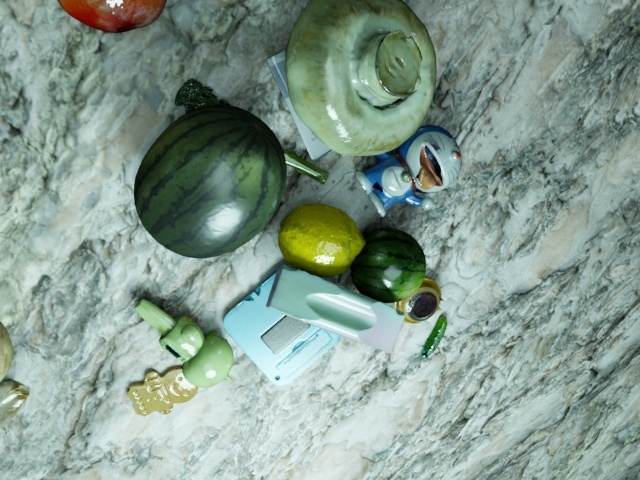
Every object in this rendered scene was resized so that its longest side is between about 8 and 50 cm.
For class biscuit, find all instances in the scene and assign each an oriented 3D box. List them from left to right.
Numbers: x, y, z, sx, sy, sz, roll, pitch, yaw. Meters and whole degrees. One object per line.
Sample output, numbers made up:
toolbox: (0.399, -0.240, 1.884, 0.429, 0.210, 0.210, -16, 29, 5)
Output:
biscuit: (-0.399, 0.390, 1.294, 0.183, 0.027, 0.134, -7, 108, -13)

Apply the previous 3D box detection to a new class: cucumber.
cucumber: (0.333, 0.290, 1.461, 0.037, 0.037, 0.155, 21, 102, -21)

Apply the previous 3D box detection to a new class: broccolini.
broccolini: (-0.136, -0.235, 1.126, 0.391, 0.074, 0.079, 26, 107, -20)

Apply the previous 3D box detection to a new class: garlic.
garlic: (-0.748, 0.395, 1.174, 0.084, 0.066, 0.152, 30, 96, -25)

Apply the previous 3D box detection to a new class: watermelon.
watermelon: (-0.230, -0.109, 1.027, 0.359, 0.279, 0.279, -35, 118, 30)
watermelon: (0.155, 0.061, 1.254, 0.214, 0.188, 0.188, 6, 107, 2)

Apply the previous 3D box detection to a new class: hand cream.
hand cream: (-0.044, -0.306, 1.143, 0.079, 0.048, 0.255, -35, 115, -11)

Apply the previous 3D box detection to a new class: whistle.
whistle: (-0.317, 0.241, 1.229, 0.141, 0.141, 0.294, -35, 96, -2)

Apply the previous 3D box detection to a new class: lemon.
lemon: (-0.002, -0.002, 1.187, 0.193, 0.180, 0.181, 36, 96, -11)

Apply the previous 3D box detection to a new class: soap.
soap: (0.033, 0.162, 1.181, 0.323, 0.193, 0.109, 23, 80, -14)

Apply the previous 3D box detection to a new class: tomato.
tomato: (-0.382, -0.474, 0.906, 0.208, 0.208, 0.185, 16, 105, -20)

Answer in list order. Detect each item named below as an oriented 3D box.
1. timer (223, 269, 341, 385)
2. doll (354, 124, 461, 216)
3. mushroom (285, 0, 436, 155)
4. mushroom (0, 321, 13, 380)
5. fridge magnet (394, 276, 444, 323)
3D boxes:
timer: (-0.098, 0.218, 1.309, 0.231, 0.091, 0.250, -39, 102, 1)
doll: (0.213, -0.173, 1.204, 0.256, 0.161, 0.215, -33, 99, -1)
mushroom: (0.092, -0.350, 1.044, 0.352, 0.260, 0.353, -7, 103, -34)
mushroom: (-0.788, 0.243, 1.052, 0.254, 0.184, 0.255, -2, 118, -3)
fridge magnet: (0.272, 0.169, 1.386, 0.142, 0.063, 0.143, -6, 113, -16)
